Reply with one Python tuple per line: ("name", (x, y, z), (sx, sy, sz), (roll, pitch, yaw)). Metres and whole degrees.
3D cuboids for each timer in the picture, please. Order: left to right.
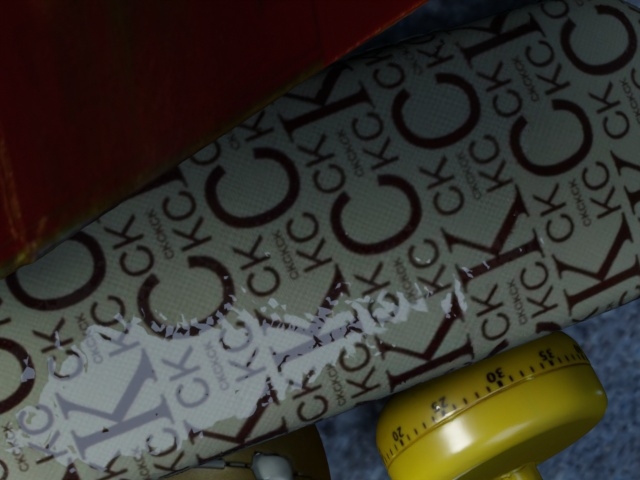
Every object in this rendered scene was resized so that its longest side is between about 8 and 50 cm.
("timer", (0.081, 0.091, 0.855), (0.107, 0.109, 0.107), (-25, 163, -8))

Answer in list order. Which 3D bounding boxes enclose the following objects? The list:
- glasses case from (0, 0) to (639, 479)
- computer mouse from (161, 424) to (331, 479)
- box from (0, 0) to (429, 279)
("glasses case", (0.000, 0.000, 0.777), (0.354, 0.085, 0.137), (-19, 92, -16))
("computer mouse", (-0.082, 0.102, 0.806), (0.199, 0.102, 0.045), (4, 152, -24))
("box", (-0.068, -0.132, 0.615), (0.313, 0.089, 0.197), (-38, 131, -45))
